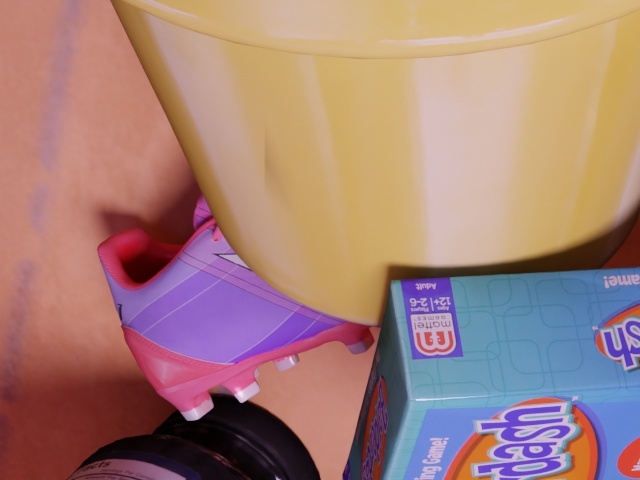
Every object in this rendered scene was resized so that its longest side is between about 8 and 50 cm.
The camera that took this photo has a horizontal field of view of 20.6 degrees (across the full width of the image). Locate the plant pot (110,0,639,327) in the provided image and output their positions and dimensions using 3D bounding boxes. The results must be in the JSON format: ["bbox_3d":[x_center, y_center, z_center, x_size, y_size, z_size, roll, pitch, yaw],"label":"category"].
[{"bbox_3d":[0.030,-0.108,0.577,0.254,0.254,0.239,17,140,20],"label":"plant pot"}]

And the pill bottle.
[{"bbox_3d":[-0.087,0.165,0.797,0.123,0.219,0.123,14,122,23],"label":"pill bottle"}]

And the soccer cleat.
[{"bbox_3d":[0.000,0.000,0.748,0.248,0.083,0.095,-28,96,40],"label":"soccer cleat"}]

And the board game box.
[{"bbox_3d":[0.120,0.065,0.628,0.210,0.047,0.160,-3,150,-7],"label":"board game box"}]
